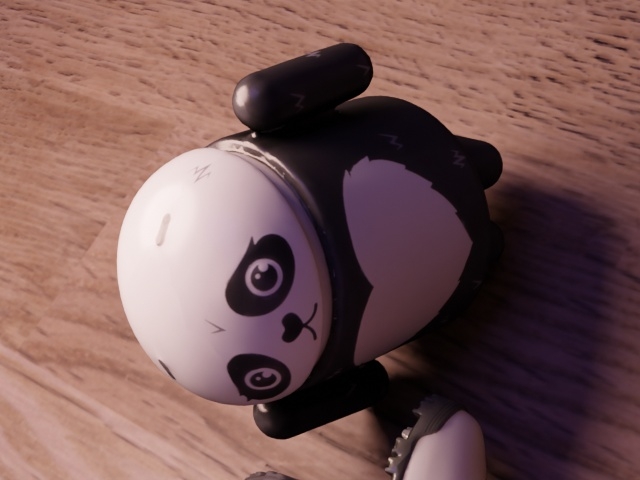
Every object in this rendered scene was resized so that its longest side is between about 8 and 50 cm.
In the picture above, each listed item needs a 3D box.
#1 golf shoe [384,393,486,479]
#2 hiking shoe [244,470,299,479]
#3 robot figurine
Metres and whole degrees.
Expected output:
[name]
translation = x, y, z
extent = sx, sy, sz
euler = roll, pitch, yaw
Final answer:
[golf shoe]
translation = 0.088, 0.222, 0.835
extent = 0.120, 0.105, 0.273
euler = -3, 62, 19
[hiking shoe]
translation = -0.045, 0.216, 0.923
extent = 0.227, 0.086, 0.114
euler = -21, 47, 55
[robot figurine]
translation = 0.002, 0.002, 0.952
extent = 0.173, 0.278, 0.209
euler = -41, 74, 49
